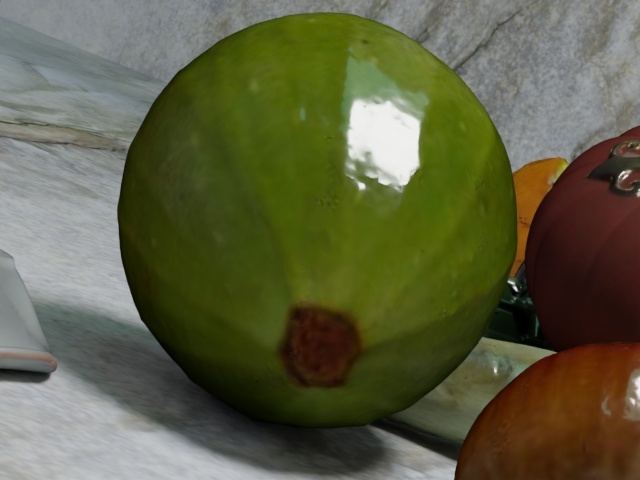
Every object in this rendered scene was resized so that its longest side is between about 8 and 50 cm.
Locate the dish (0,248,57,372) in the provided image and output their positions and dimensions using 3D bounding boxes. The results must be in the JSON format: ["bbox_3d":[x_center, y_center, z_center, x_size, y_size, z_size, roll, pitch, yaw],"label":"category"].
[{"bbox_3d":[-0.269,0.023,1.322,0.234,0.064,0.154,28,10,37],"label":"dish"}]

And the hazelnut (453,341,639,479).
[{"bbox_3d":[0.189,0.155,1.162,0.210,0.186,0.210,33,-5,3],"label":"hazelnut"}]

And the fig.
[{"bbox_3d":[0.000,0.000,1.389,0.316,0.316,0.316,20,7,-3],"label":"fig"}]

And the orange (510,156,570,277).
[{"bbox_3d":[0.288,0.018,2.261,0.240,0.240,0.240,20,7,-3],"label":"orange"}]

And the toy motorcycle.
[{"bbox_3d":[0.148,0.083,1.842,0.205,0.127,0.275,19,14,-7],"label":"toy motorcycle"}]

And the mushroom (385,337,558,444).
[{"bbox_3d":[0.157,0.128,1.535,0.312,0.081,0.100,13,50,11],"label":"mushroom"}]

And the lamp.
[{"bbox_3d":[0.327,0.025,1.677,0.303,0.257,0.303,2,33,-2],"label":"lamp"}]
